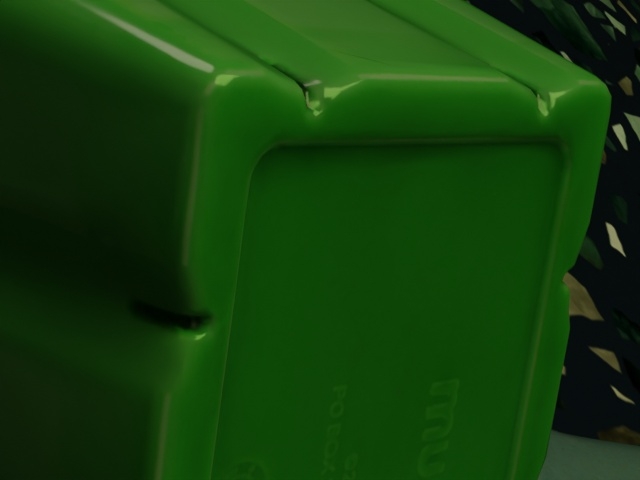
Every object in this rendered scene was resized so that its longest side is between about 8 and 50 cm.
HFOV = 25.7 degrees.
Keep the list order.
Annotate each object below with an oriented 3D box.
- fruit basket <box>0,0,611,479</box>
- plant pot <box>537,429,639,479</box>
[{"bbox_3d":[-0.119,0.047,0.522,0.283,0.392,0.392,-5,56,-43],"label":"fruit basket"},{"bbox_3d":[0.173,0.224,0.728,0.255,0.272,0.271,28,32,-6],"label":"plant pot"}]
